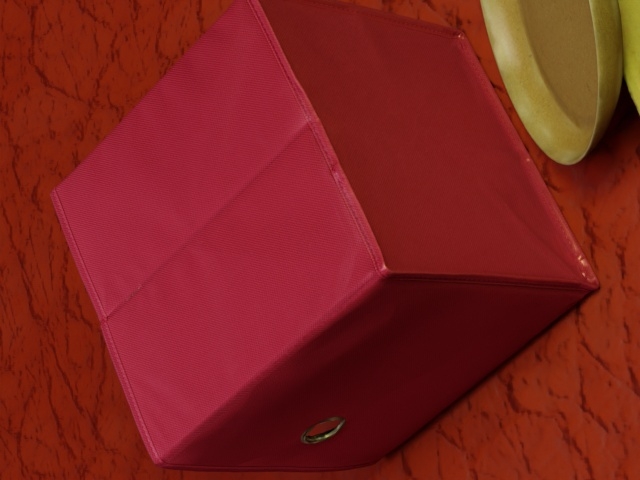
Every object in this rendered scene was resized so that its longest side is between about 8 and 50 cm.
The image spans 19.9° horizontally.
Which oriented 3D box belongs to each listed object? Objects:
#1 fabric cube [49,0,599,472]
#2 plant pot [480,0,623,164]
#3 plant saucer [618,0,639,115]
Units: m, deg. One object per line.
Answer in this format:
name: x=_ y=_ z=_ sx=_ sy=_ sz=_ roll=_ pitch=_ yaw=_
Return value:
fabric cube: x=0.000 y=0.000 z=1.375 sx=0.258 sy=0.254 sz=0.259 roll=-41 pitch=60 yaw=31
plant pot: x=0.164 y=-0.171 z=1.305 sx=0.236 sy=0.032 sz=0.236 roll=166 pitch=90 yaw=-79
plant saucer: x=0.322 y=-0.247 z=1.206 sx=0.333 sy=0.081 sz=0.333 roll=-34 pitch=64 yaw=36
